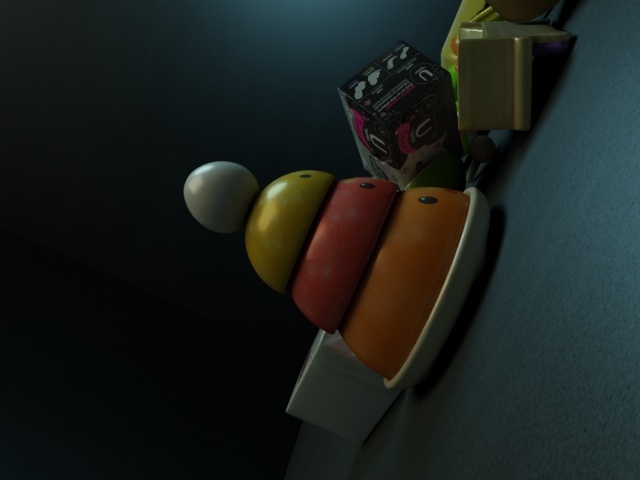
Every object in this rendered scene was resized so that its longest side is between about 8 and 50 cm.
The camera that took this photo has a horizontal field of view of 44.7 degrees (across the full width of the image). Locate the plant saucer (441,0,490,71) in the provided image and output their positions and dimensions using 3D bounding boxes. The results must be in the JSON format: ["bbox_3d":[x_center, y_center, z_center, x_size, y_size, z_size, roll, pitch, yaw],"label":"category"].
[{"bbox_3d":[0.428,-0.566,2.283,0.333,0.080,0.333,68,-137,-65],"label":"plant saucer"}]

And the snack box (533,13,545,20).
[{"bbox_3d":[0.498,-0.614,1.614,0.187,0.060,0.322,110,-176,-73],"label":"snack box"}]

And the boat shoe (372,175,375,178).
[{"bbox_3d":[0.212,-0.084,1.966,0.500,0.186,0.156,-22,-46,-80],"label":"boat shoe"}]

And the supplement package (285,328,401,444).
[{"bbox_3d":[0.065,0.238,1.518,0.293,0.175,0.178,112,-179,-50],"label":"supplement package"}]

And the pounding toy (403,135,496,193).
[{"bbox_3d":[0.258,-0.077,1.503,0.236,0.110,0.183,-36,-24,-19],"label":"pounding toy"}]

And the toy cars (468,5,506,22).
[{"bbox_3d":[0.458,-0.552,1.904,0.176,0.087,0.394,-31,7,14],"label":"toy cars"}]

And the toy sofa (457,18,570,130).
[{"bbox_3d":[0.331,-0.303,1.384,0.362,0.177,0.150,-65,-26,-68],"label":"toy sofa"}]

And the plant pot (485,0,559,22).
[{"bbox_3d":[0.303,-0.545,1.344,0.237,0.254,0.237,-41,36,40],"label":"plant pot"}]

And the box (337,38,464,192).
[{"bbox_3d":[0.157,-0.217,1.462,0.163,0.142,0.247,-40,-34,-10],"label":"box"}]

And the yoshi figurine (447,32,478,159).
[{"bbox_3d":[0.318,-0.326,1.788,0.203,0.203,0.362,-46,-16,-37],"label":"yoshi figurine"}]

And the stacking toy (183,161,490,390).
[{"bbox_3d":[0.000,0.000,1.255,0.350,0.479,0.351,23,-90,-90],"label":"stacking toy"}]
